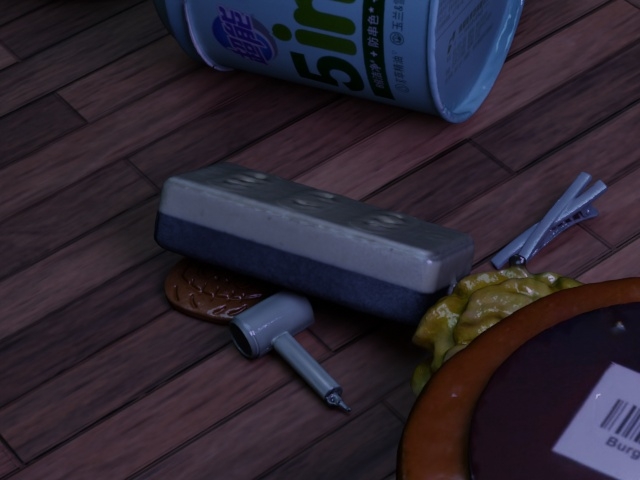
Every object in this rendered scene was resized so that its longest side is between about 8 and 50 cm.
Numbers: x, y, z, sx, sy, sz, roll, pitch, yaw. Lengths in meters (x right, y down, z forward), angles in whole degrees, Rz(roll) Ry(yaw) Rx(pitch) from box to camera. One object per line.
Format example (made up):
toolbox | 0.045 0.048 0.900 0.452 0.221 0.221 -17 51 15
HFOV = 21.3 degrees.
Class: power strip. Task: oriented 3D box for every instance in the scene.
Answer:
power strip | 0.000 0.000 1.381 0.257 0.070 0.105 18 18 21

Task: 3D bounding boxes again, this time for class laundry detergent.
laundry detergent | 0.012 -0.275 1.529 0.305 0.287 0.287 15 48 19

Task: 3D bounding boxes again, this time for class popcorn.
popcorn | 0.146 0.090 1.255 0.167 0.148 0.152 -5 71 25

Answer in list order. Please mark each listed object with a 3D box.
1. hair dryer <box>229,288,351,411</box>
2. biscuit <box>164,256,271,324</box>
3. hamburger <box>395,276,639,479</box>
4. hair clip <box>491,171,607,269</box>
hair dryer | -0.012 0.090 1.342 0.063 0.038 0.124 -31 55 -24
biscuit | -0.084 0.035 1.415 0.091 0.015 0.078 13 48 18
hamburger | 0.204 0.200 1.055 0.330 0.250 0.330 -5 44 5
hair clip | 0.194 -0.006 1.427 0.115 0.039 0.030 -39 44 -15
